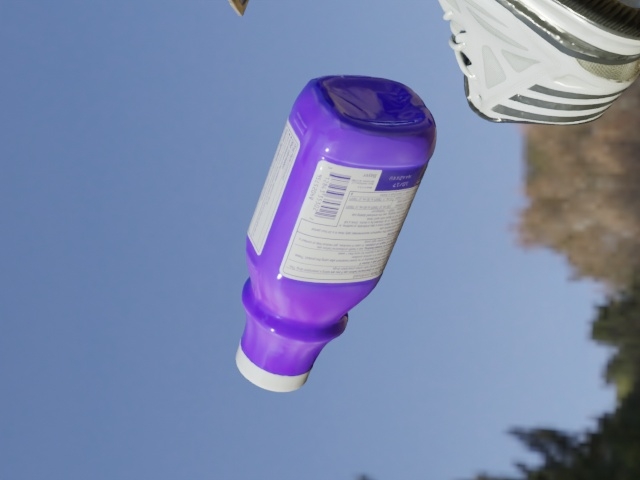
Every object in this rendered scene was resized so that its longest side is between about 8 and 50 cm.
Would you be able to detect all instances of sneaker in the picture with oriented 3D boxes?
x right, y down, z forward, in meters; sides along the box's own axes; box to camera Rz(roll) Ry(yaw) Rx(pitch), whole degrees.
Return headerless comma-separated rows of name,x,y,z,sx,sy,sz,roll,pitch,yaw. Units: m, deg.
sneaker,0.143,-0.270,1.923,0.169,0.447,0.257,-49,-11,-38

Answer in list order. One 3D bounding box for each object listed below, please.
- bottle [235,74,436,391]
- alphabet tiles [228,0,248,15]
bottle,0.000,0.000,1.437,0.118,0.092,0.283,0,-51,-27
alphabet tiles,-0.074,-0.364,1.931,0.237,0.009,0.198,48,-120,-71
